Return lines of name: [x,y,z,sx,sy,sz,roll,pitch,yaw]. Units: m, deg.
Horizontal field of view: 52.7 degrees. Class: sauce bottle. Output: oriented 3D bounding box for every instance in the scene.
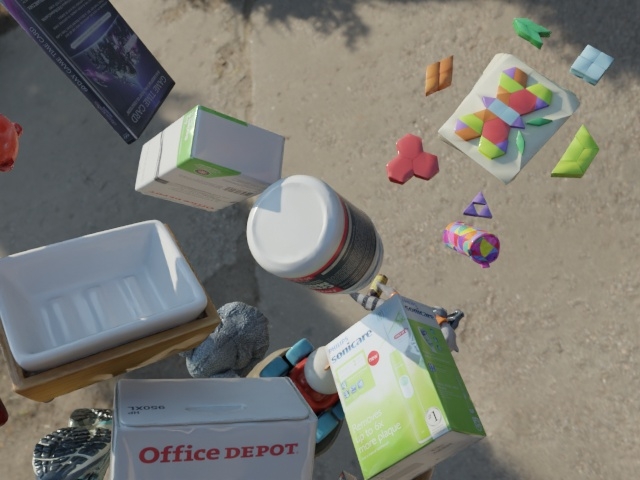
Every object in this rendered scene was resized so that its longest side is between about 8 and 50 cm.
sauce bottle: [0.165,0.157,1.948,0.042,0.042,0.128,3,46,31]

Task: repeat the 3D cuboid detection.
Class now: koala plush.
koala plush: [-0.233,0.250,1.479,0.203,0.221,0.196,-41,85,21]

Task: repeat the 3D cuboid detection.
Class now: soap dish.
soap dish: [-0.328,0.100,0.971,0.291,0.118,0.229,-17,50,-28]

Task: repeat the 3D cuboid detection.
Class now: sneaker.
sneaker: [-0.400,0.377,1.096,0.110,0.283,0.122,2,90,-2]

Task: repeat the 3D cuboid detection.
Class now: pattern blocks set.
pattern blocks set: [0.277,-0.186,0.974,0.285,0.026,0.325,26,82,15]

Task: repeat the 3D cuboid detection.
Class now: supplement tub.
supplement tub: [0.000,0.000,1.252,0.191,0.272,0.191,-7,73,24]

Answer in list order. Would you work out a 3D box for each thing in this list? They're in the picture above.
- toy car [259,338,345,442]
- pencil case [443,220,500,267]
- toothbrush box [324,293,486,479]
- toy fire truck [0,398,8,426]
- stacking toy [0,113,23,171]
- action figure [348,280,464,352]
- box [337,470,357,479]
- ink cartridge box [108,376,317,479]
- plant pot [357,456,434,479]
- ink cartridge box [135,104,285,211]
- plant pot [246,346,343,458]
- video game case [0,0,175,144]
toy car: [0.017,0.316,1.555,0.219,0.210,0.238,48,128,12]
pencil case: [0.450,0.007,1.943,0.104,0.104,0.236,-45,15,3]
toothbrush box: [0.150,0.280,1.222,0.206,0.122,0.283,-40,47,27]
toy fire truck: [-0.408,0.170,0.602,0.169,0.302,0.254,-31,30,-24]
stacking toy: [-0.501,-0.086,0.856,0.130,0.279,0.309,6,69,-13]
action figure: [0.214,0.255,1.746,0.330,0.178,0.341,11,50,43]
box: [0.054,0.725,1.715,0.044,0.233,0.159,28,85,-3]
ink cartridge box: [-0.178,0.420,0.989,0.166,0.285,0.394,-147,62,-68]
plant pot: [0.248,0.550,1.812,0.215,0.215,0.230,30,101,37]
ink cartridge box: [-0.232,-0.156,1.329,0.273,0.198,0.114,-14,66,52]
plant pot: [-0.132,0.481,1.931,0.280,0.323,0.323,-14,57,49]
video game case: [-0.326,-0.289,0.912,0.026,0.274,0.196,-25,30,23]
